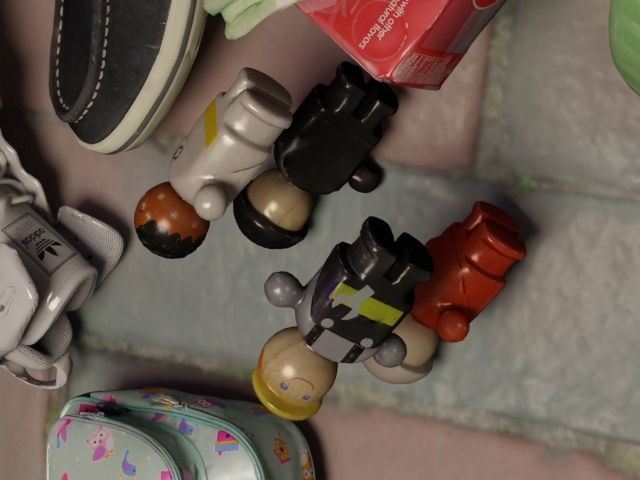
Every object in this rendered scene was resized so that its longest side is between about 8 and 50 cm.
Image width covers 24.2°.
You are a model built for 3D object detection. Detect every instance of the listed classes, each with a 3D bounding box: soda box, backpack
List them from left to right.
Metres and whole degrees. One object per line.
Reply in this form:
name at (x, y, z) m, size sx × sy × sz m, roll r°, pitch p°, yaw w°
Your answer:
backpack at (-0.102, 0.190, 1.066) m, size 0.188 × 0.144 × 0.166 m, roll 3°, pitch 90°, yaw 23°
soda box at (0.097, -0.212, 0.825) m, size 0.092 × 0.083 × 0.263 m, roll 44°, pitch 111°, yaw 17°

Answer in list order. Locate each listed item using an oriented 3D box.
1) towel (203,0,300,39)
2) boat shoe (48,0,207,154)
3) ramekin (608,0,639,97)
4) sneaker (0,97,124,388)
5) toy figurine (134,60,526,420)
towel at (0.063, -0.247, 0.764) m, size 0.324 × 0.038 × 0.248 m, roll -11°, pitch 64°, yaw 48°
boat shoe at (-0.147, -0.273, 0.960) m, size 0.187 × 0.156 × 0.500 m, roll -117°, pitch 30°, yaw -43°
ramekin at (0.288, -0.154, 0.765) m, size 0.148 × 0.303 × 0.303 m, roll 42°, pitch 111°, yaw 25°
sneaker at (-0.254, -0.058, 1.104) m, size 0.210 × 0.137 × 0.366 m, roll 21°, pitch 120°, yaw 19°
toy figurine at (0.000, 0.000, 0.963) m, size 0.213 × 0.209 × 0.148 m, roll 48°, pitch 118°, yaw 16°
